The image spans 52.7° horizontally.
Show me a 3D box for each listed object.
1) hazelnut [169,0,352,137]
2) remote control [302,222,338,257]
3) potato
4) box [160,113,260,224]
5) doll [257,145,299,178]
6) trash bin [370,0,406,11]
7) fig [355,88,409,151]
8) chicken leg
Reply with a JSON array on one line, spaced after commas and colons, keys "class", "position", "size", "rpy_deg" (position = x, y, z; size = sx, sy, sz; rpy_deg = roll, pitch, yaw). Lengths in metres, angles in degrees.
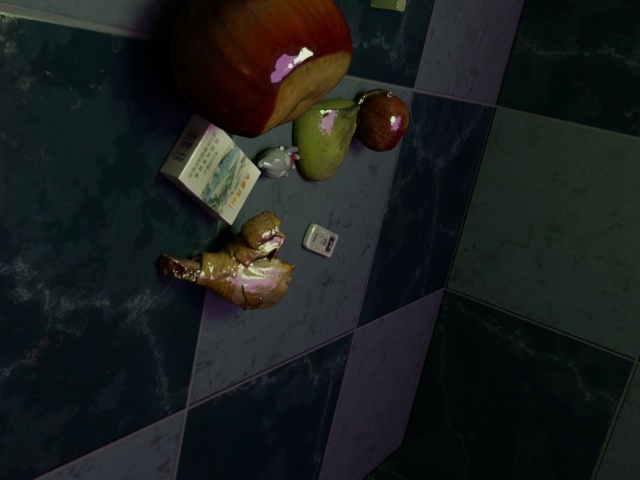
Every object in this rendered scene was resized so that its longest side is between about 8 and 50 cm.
[{"class": "hazelnut", "position": [-0.134, -0.405, 1.406], "size": [0.409, 0.359, 0.359], "rpy_deg": [-28, 132, -44]}, {"class": "remote control", "position": [0.000, 0.000, 2.185], "size": [0.190, 0.029, 0.088], "rpy_deg": [27, 84, -61]}, {"class": "potato", "position": [0.027, -0.291, 1.964], "size": [0.269, 0.112, 0.255], "rpy_deg": [-24, 129, -50]}, {"class": "box", "position": [-0.262, -0.168, 1.586], "size": [0.164, 0.069, 0.256], "rpy_deg": [-62, 150, -12]}, {"class": "doll", "position": [-0.121, -0.217, 1.797], "size": [0.102, 0.075, 0.227], "rpy_deg": [-66, 165, 15]}, {"class": "trash bin", "position": [0.210, -0.735, 1.999], "size": [0.061, 0.092, 0.043], "rpy_deg": [-19, 126, -54]}, {"class": "fig", "position": [0.191, -0.396, 2.107], "size": [0.205, 0.205, 0.205], "rpy_deg": [-38, 139, -43]}, {"class": "chicken leg", "position": [-0.224, 0.043, 1.692], "size": [0.409, 0.182, 0.295], "rpy_deg": [11, 117, -44]}]
